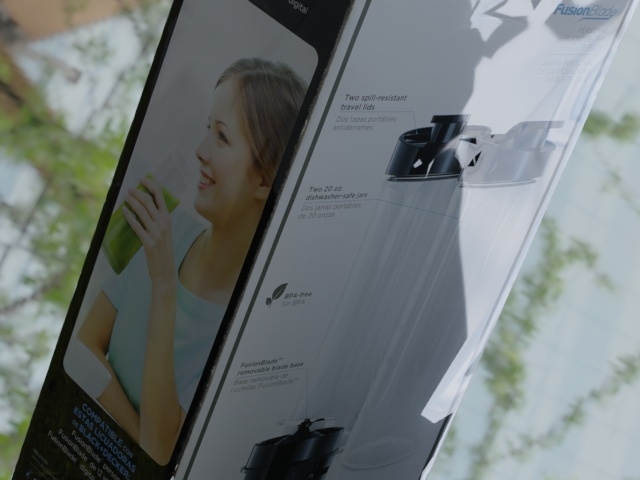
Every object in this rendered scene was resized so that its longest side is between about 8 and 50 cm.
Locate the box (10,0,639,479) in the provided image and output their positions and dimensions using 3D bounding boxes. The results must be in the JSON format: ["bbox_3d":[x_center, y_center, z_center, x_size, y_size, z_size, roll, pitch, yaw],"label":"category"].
[{"bbox_3d":[0.000,0.000,0.793,0.087,0.169,0.290,40,-60,35],"label":"box"}]
